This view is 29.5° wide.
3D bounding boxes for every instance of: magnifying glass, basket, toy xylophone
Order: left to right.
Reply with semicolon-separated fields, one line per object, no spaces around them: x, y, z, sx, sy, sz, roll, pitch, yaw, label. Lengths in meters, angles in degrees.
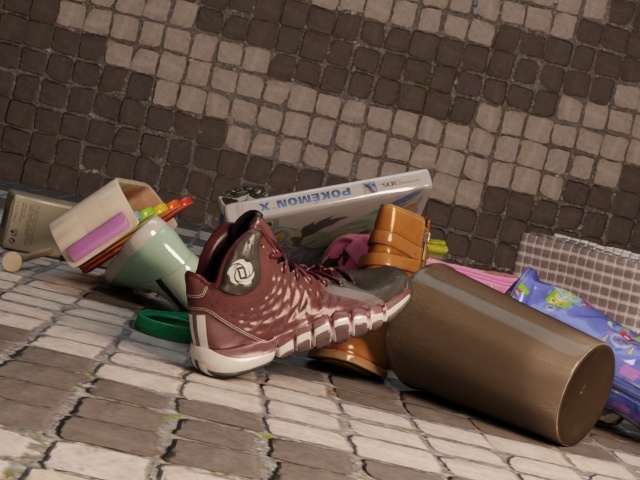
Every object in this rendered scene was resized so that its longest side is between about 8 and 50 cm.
-0.328;-0.009;1.805;0.081;0.236;0.323;57;11;2;toy xylophone
-0.169;0.107;1.574;0.092;0.026;0.231;14;5;13;magnifying glass
0.220;0.142;1.448;0.227;0.154;0.204;23;-19;36;basket

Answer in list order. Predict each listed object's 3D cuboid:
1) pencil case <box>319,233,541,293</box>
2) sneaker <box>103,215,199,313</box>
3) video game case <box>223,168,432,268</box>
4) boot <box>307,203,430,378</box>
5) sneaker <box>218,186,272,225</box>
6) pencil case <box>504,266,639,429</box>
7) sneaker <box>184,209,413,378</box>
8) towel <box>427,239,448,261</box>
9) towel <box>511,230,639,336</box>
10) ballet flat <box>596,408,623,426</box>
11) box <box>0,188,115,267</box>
0.183;0.101;1.864;0.386;0.160;0.167;14;-12;-29;pencil case
-0.224;0.065;1.741;0.151;0.094;0.256;47;-20;-1;sneaker
0.000;0.000;1.855;0.300;0.036;0.329;-11;-22;-9;video game case
0.079;0.062;1.591;0.109;0.220;0.283;15;3;24;boot
-0.072;0.036;2.257;0.130;0.147;0.330;-20;45;-34;sneaker
0.358;0.152;1.553;0.306;0.119;0.133;30;14;20;pencil case
-0.024;0.034;1.340;0.281;0.162;0.106;-19;16;-29;sneaker
0.106;0.070;1.951;0.102;0.021;0.237;10;-40;-23;towel
0.425;0.120;1.991;0.284;0.235;0.121;15;9;38;towel
0.351;0.222;1.595;0.114;0.041;0.041;11;3;-20;ballet flat
-0.400;-0.011;2.069;0.275;0.094;0.113;13;3;-19;box
